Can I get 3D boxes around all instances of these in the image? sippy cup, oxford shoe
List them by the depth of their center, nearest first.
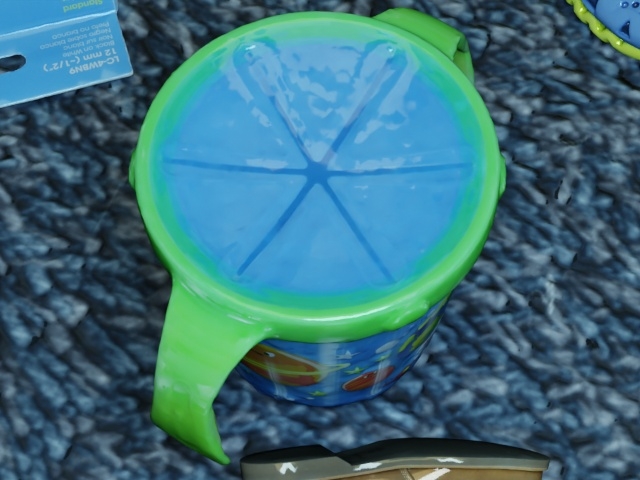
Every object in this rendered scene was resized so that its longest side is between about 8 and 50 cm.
[{"bbox_3d":[0.000,0.000,1.167,0.305,0.224,0.240,-21,64,-9],"label":"sippy cup"},{"bbox_3d":[0.053,0.175,1.171,0.212,0.076,0.076,-5,92,-4],"label":"oxford shoe"}]

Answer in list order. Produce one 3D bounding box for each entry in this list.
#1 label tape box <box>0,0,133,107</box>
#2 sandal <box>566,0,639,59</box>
[{"bbox_3d":[-0.312,-0.270,1.385,0.249,0.115,0.347,-14,61,-6],"label":"label tape box"},{"bbox_3d":[0.242,-0.284,1.365,0.126,0.138,0.317,-16,64,-10],"label":"sandal"}]
